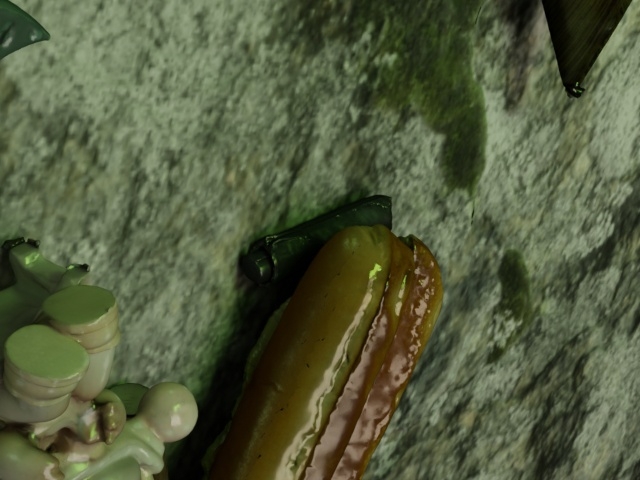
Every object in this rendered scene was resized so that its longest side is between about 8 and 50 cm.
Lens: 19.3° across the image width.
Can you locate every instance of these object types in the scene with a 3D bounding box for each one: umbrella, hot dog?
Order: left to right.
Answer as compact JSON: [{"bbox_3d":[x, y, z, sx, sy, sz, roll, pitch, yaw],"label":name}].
[{"bbox_3d":[-0.023,0.142,1.312,0.337,0.100,0.135,-65,160,5],"label":"hot dog"},{"bbox_3d":[0.000,-0.002,1.322,0.133,0.031,0.036,-24,103,-38],"label":"umbrella"}]

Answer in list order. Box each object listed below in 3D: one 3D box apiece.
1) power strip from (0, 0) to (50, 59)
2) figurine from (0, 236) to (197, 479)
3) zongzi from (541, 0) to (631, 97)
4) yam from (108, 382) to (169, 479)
[{"bbox_3d":[-0.235,-0.042,1.010,0.137,0.044,0.216,22,95,-52],"label":"power strip"},{"bbox_3d":[-0.173,0.138,1.136,0.182,0.144,0.257,-52,145,-47],"label":"figurine"},{"bbox_3d":[0.160,-0.224,1.298,0.221,0.112,0.242,4,110,-52],"label":"zongzi"},{"bbox_3d":[-0.123,0.213,1.302,0.046,0.046,0.264,-29,132,-35],"label":"yam"}]
